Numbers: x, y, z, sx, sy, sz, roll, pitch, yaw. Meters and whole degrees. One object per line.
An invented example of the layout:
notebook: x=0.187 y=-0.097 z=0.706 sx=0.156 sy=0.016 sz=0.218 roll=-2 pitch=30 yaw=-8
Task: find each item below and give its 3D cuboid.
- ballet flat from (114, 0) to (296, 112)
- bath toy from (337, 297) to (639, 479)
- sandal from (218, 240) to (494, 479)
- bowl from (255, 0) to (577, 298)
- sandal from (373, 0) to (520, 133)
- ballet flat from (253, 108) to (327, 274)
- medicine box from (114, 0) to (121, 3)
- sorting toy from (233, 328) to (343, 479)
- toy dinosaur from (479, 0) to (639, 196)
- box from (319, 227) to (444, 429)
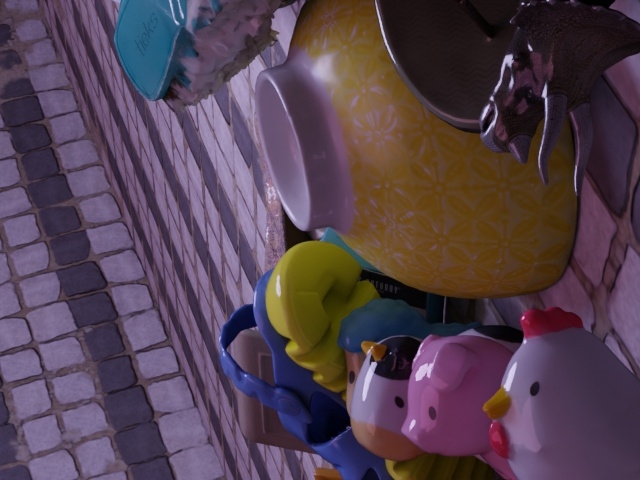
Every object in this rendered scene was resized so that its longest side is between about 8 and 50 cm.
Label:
ballet flat: x=-0.051 y=-0.215 z=1.085 sx=0.409 sy=0.147 sz=0.147 roll=132 pitch=121 yaw=-68
bath toy: x=0.109 y=0.100 z=1.090 sx=0.129 sy=0.151 sz=0.348 roll=64 pitch=166 yaw=-8
sandal: x=0.028 y=0.138 z=1.341 sx=0.138 sy=0.126 sz=0.317 roll=-17 pitch=115 yaw=42
bowl: x=0.045 y=-0.082 z=1.136 sx=0.289 sy=0.156 sz=0.289 roll=165 pitch=90 yaw=-77
sandal: x=0.060 y=-0.207 z=0.969 sx=0.086 sy=0.120 sz=0.302 roll=-11 pitch=-95 yaw=-61
ballet flat: x=0.000 y=0.000 z=1.546 sx=0.106 sy=0.108 sz=0.316 roll=29 pitch=135 yaw=62
medicine box: x=-0.157 y=-0.374 z=1.640 sx=0.289 sy=0.149 sz=0.263 roll=-144 pitch=40 yaw=-68
sorting toy: x=0.012 y=0.149 z=1.589 sx=0.347 sy=0.196 sz=0.047 roll=90 pitch=-162 yaw=-49
toy dinosaur: x=0.129 y=-0.193 z=0.820 sx=0.160 sy=0.121 sz=0.313 roll=48 pitch=149 yaw=37
box: x=0.050 y=0.084 z=1.406 sx=0.244 sy=0.101 sz=0.060 roll=90 pitch=-160 yaw=-48
